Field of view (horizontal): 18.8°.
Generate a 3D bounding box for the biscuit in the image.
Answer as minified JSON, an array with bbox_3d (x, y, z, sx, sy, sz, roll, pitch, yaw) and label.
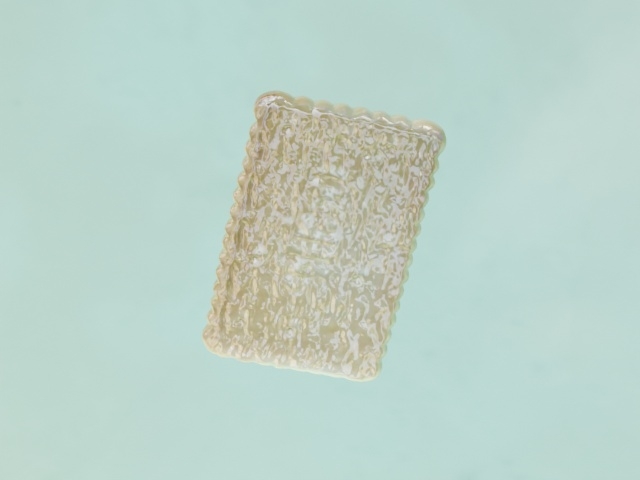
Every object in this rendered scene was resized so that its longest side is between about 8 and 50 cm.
[{"bbox_3d":[0.000,0.000,1.585,0.160,0.030,0.249,10,118,-5],"label":"biscuit"}]
